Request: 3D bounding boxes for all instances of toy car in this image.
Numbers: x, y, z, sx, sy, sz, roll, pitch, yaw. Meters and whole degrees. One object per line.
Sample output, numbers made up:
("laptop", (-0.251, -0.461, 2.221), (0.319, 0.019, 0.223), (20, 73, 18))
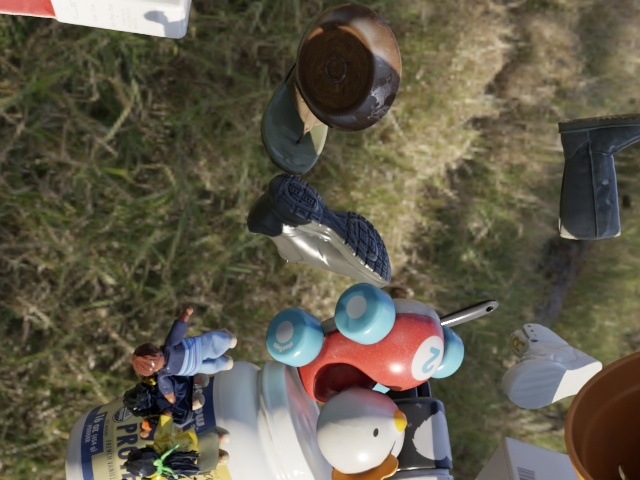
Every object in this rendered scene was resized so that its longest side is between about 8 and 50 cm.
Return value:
("toy car", (0.068, 0.210, 1.154), (0.219, 0.210, 0.237), (30, 47, -48))

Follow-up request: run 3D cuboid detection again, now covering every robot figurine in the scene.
("robot figurine", (0.186, 0.423, 1.867), (0.173, 0.209, 0.278), (125, -37, -64))

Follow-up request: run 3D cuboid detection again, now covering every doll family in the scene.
("doll family", (-0.129, 0.152, 0.768), (0.111, 0.076, 0.192), (4, 84, -53))

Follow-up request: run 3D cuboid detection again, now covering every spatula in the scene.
("spatula", (0.174, 0.154, 1.604), (0.084, 0.297, 0.030), (59, 21, -43))

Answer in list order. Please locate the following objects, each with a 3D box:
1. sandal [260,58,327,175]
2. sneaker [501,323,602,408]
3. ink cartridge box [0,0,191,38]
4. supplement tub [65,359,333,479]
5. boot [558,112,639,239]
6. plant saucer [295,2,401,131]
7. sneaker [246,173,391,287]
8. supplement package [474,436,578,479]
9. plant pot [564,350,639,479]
("sandal", (-0.015, -0.261, 1.566), (0.302, 0.120, 0.086), (-69, -166, -8))
("sneaker", (0.438, 0.257, 1.885), (0.293, 0.169, 0.108), (0, 117, -42))
("ink cartridge box", (-0.255, -0.374, 0.960), (0.066, 0.261, 0.296), (107, -12, -71))
("supplement tub", (-0.161, 0.299, 1.239), (0.228, 0.316, 0.228), (-20, 90, -82))
("boot", (0.492, -0.107, 1.524), (0.076, 0.190, 0.208), (-24, 109, -60))
("plant saucer", (0.032, -0.266, 1.393), (0.036, 0.199, 0.198), (-16, 114, -51))
("sneaker", (0.000, 0.000, 1.563), (0.130, 0.286, 0.109), (-40, -157, 36))
("supplement package", (0.383, 0.547, 1.677), (0.199, 0.198, 0.262), (-89, -159, -57))
("plant pot", (0.497, 0.314, 1.215), (0.203, 0.291, 0.291), (66, 33, -32))
